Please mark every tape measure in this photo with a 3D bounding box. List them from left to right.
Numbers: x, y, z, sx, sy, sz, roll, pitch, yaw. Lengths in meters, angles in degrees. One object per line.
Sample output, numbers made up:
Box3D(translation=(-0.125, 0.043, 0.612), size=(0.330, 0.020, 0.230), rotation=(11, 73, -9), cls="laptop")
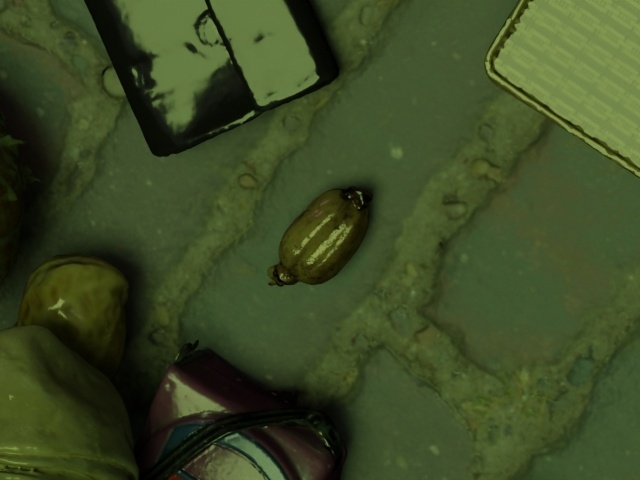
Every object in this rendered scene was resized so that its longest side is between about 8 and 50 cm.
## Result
Box3D(translation=(-0.090, 0.259, 1.579), size=(0.232, 0.149, 0.245), rotation=(30, 105, 11), cls="tape measure")

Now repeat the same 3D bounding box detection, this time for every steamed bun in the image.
Box3D(translation=(-0.323, 0.267, 1.493), size=(0.289, 0.203, 0.276), rotation=(-38, 127, 8), cls="steamed bun")

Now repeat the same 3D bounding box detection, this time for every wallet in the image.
Box3D(translation=(-0.157, -0.306, 1.482), size=(0.228, 0.062, 0.406), rotation=(-22, 96, 23), cls="wallet")

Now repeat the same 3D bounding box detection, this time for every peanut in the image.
Box3D(translation=(-0.310, 0.139, 1.619), size=(0.147, 0.147, 0.305), rotation=(44, 111, 3), cls="peanut")

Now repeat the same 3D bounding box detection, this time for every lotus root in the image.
Box3D(translation=(0.000, 0.000, 1.514), size=(0.072, 0.063, 0.152), rotation=(39, 109, -24), cls="lotus root")

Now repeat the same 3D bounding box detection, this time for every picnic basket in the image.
Box3D(translation=(0.317, -0.229, 1.279), size=(0.228, 0.175, 0.313), rotation=(36, 113, 7), cls="picnic basket")

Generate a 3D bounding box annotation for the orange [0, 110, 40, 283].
Box3D(translation=(-0.472, -0.049, 1.564), size=(0.329, 0.249, 0.329), rotation=(7, 108, 22), cls="orange")
